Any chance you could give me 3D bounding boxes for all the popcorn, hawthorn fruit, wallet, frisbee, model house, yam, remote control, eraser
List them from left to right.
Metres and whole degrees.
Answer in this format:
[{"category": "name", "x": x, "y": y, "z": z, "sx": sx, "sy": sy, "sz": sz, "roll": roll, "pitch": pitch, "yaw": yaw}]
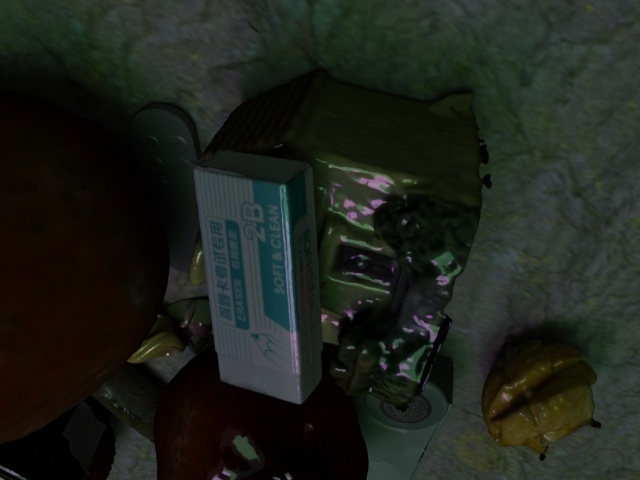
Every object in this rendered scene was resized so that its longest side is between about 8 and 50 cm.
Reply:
[{"category": "hawthorn fruit", "x": -0.374, "y": 0.039, "z": 0.787, "sx": 0.403, "sy": 0.402, "sz": 0.402, "roll": 5, "pitch": 130, "yaw": 6}, {"category": "wallet", "x": -0.432, "y": 0.236, "z": 1.070, "sx": 0.262, "sy": 0.221, "sz": 0.071, "roll": 36, "pitch": 122, "yaw": -18}, {"category": "yam", "x": -0.322, "y": 0.194, "z": 1.110, "sx": 0.083, "sy": 0.083, "sz": 0.371, "roll": -25, "pitch": 121, "yaw": 27}, {"category": "remote control", "x": -0.174, "y": -0.056, "z": 0.908, "sx": 0.077, "sy": 0.022, "sz": 0.244, "roll": 4, "pitch": 129, "yaw": 9}, {"category": "hawthorn fruit", "x": -0.084, "y": 0.256, "z": 0.973, "sx": 0.295, "sy": 0.311, "sz": 0.294, "roll": -8, "pitch": 123, "yaw": -13}, {"category": "eraser", "x": -0.053, "y": 0.035, "z": 0.669, "sx": 0.096, "sy": 0.052, "sz": 0.225, "roll": 11, "pitch": 119, "yaw": 25}, {"category": "model house", "x": 0.000, "y": 0.000, "z": 0.772, "sx": 0.267, "sy": 0.261, "sz": 0.321, "roll": 17, "pitch": 124, "yaw": 0}, {"category": "frisbee", "x": 0.112, "y": 0.212, "z": 0.974, "sx": 0.110, "sy": 0.014, "sz": 0.110, "roll": 5, "pitch": 129, "yaw": 6}, {"category": "popcorn", "x": 0.280, "y": 0.201, "z": 0.961, "sx": 0.152, "sy": 0.148, "sz": 0.167, "roll": 48, "pitch": 152, "yaw": 8}]

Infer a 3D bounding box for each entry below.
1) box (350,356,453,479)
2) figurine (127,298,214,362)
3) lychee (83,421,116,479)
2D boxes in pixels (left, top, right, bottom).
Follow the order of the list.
[{"category": "box", "x": 0.096, "y": 0.258, "z": 1.077, "sx": 0.130, "sy": 0.086, "sz": 0.225, "roll": 14, "pitch": 130, "yaw": -1}, {"category": "figurine", "x": -0.185, "y": 0.126, "z": 1.033, "sx": 0.188, "sy": 0.083, "sz": 0.083, "roll": -8, "pitch": 128, "yaw": 5}, {"category": "lychee", "x": -0.423, "y": 0.348, "z": 1.192, "sx": 0.195, "sy": 0.194, "sz": 0.194, "roll": 5, "pitch": 130, "yaw": 6}]
